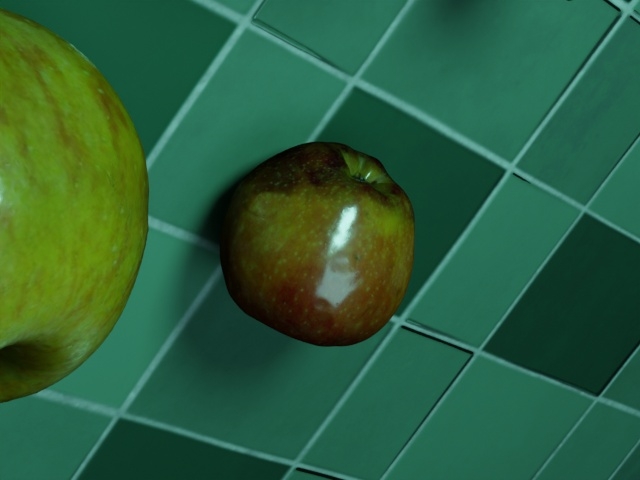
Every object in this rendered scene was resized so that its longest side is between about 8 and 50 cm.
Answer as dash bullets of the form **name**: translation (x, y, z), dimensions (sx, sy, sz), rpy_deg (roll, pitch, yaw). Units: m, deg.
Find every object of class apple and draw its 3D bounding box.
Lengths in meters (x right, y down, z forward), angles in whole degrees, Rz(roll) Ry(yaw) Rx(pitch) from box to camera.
- **apple**: translation (-0.339, -0.014, 1.343), dimensions (0.400, 0.333, 0.400), rpy_deg (-35, 161, -14)
- **apple**: translation (0.000, 0.000, 1.727), dimensions (0.230, 0.230, 0.230), rpy_deg (-20, 132, -23)
